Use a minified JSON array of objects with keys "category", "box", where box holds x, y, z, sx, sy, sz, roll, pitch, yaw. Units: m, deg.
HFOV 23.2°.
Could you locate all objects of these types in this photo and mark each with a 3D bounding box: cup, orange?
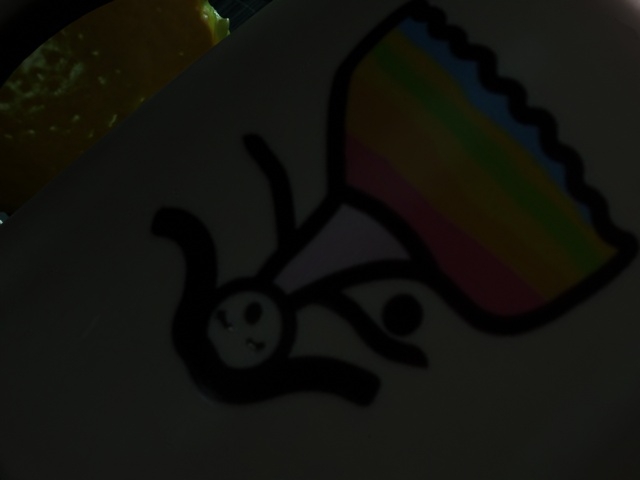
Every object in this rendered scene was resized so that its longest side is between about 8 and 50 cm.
[{"category":"cup","box":[0.000,0.000,0.461,0.253,0.200,0.191,45,-4,16]},{"category":"orange","box":[-0.143,-0.101,0.684,0.179,0.158,0.237,46,-3,-38]}]
